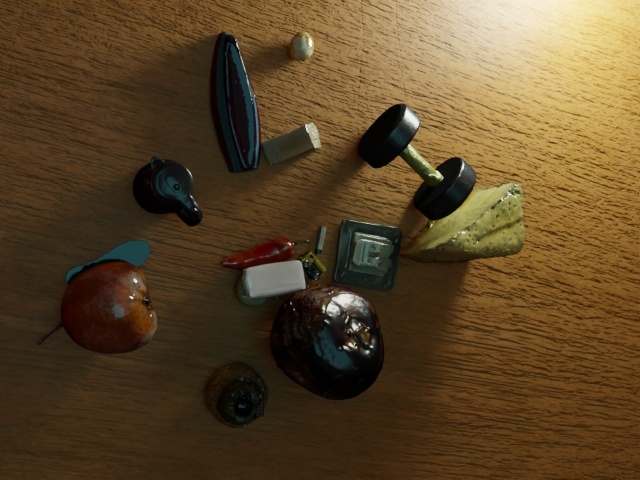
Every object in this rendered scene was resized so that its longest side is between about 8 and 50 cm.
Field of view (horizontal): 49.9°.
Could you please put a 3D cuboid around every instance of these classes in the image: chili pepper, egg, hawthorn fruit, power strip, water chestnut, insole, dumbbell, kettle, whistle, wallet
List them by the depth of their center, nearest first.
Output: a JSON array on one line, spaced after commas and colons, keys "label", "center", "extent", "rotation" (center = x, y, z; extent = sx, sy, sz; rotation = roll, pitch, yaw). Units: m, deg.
[{"label": "hawthorn fruit", "center": [-0.533, 0.164, 1.719], "extent": [0.263, 0.231, 0.235], "rotation": [14, 75, -25]}, {"label": "kettle", "center": [-0.387, -0.119, 1.768], "extent": [0.144, 0.232, 0.202], "rotation": [-33, 102, -16]}, {"label": "insole", "center": [-0.560, 0.066, 1.827], "extent": [0.232, 0.003, 0.080], "rotation": [-25, 99, -18]}, {"label": "water chestnut", "center": [0.008, 0.294, 1.913], "extent": [0.350, 0.302, 0.350], "rotation": [22, 47, -25]}, {"label": "wallet", "center": [-0.131, 0.109, 1.926], "extent": [0.190, 0.033, 0.095], "rotation": [-5, 82, -28]}, {"label": "chili pepper", "center": [-0.155, 0.040, 1.948], "extent": [0.272, 0.063, 0.071], "rotation": [-17, 108, -19]}, {"label": "whistle", "center": [-0.145, 0.136, 1.958], "extent": [0.198, 0.057, 0.104], "rotation": [1, 91, -20]}, {"label": "egg", "center": [-0.053, -0.560, 1.974], "extent": [0.071, 0.071, 0.083], "rotation": [5, 86, -21]}, {"label": "dumbbell", "center": [0.286, -0.230, 2.040], "extent": [0.322, 0.204, 0.204], "rotation": [40, 78, -17]}, {"label": "power strip", "center": [0.152, 0.046, 2.067], "extent": [0.213, 0.064, 0.198], "rotation": [8, 86, -20]}]

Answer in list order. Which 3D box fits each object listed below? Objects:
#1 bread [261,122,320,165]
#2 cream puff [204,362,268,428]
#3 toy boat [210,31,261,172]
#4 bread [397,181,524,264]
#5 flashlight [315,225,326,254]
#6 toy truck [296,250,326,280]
[{"label": "bread", "center": [-0.083, -0.280, 1.994], "extent": [0.152, 0.105, 0.077], "rotation": [-18, 99, 12]}, {"label": "cream puff", "center": [-0.214, 0.435, 1.878], "extent": [0.183, 0.169, 0.183], "rotation": [0, 89, -21]}, {"label": "toy boat", "center": [-0.235, -0.386, 1.911], "extent": [0.136, 0.079, 0.392], "rotation": [-10, 97, -22]}, {"label": "bread", "center": [0.427, -0.062, 2.075], "extent": [0.315, 0.248, 0.279], "rotation": [12, 81, -34]}, {"label": "flashlight", "center": [0.000, 0.000, 2.031], "extent": [0.018, 0.018, 0.083], "rotation": [11, 87, -21]}, {"label": "toy truck", "center": [-0.028, 0.072, 2.006], "extent": [0.054, 0.049, 0.083], "rotation": [-46, 107, -15]}]
